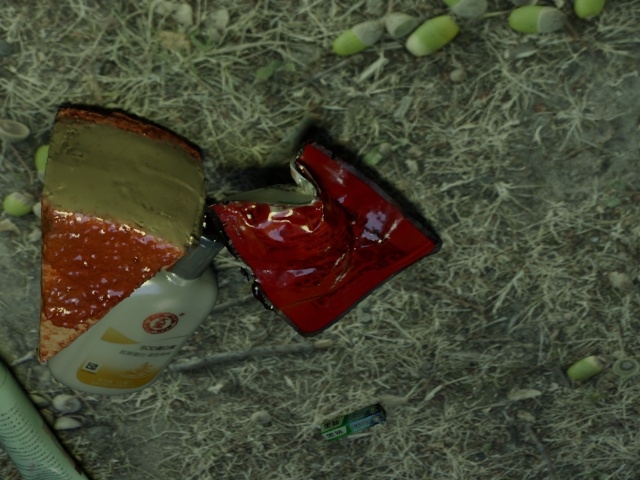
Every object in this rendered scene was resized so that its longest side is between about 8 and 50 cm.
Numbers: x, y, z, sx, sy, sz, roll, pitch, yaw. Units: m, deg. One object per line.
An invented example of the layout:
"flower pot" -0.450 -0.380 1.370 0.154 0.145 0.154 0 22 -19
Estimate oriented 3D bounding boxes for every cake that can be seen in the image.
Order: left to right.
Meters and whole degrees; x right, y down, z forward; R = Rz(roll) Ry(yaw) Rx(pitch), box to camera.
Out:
"cake" -0.259 -0.006 1.614 0.160 0.158 0.262 34 126 -28

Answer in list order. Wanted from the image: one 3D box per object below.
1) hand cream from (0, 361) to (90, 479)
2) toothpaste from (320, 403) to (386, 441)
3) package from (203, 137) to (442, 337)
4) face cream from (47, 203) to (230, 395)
"hand cream" -0.362 0.244 1.936 0.085 0.058 0.331 -13 135 8
"toothpaste" 0.041 0.227 1.966 0.083 0.017 0.020 -22 133 19
"package" 0.000 0.000 1.671 0.194 0.071 0.269 -26 135 15
"face cream" -0.187 0.069 1.749 0.144 0.071 0.291 10 136 -35
